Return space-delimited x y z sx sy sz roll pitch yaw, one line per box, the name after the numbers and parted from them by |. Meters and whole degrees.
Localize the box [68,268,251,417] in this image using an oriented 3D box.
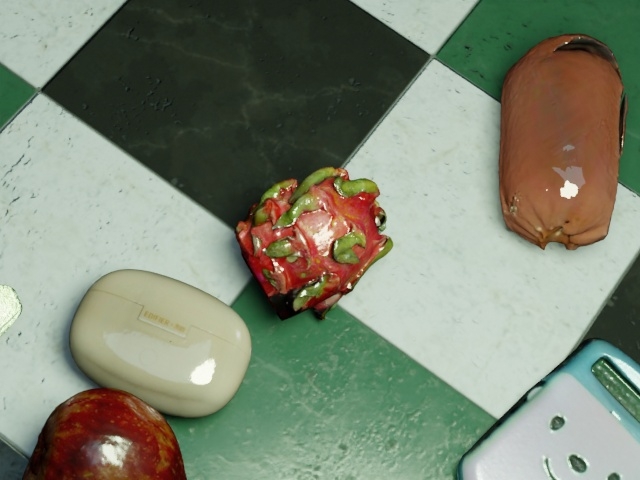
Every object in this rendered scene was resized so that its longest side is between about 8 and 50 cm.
-0.177 0.113 1.435 0.200 0.088 0.146 22 65 1 | box

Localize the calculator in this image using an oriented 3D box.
0.288 0.237 1.459 0.293 0.051 0.173 -39 75 -20 | calculator

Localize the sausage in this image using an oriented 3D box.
0.290 -0.122 1.560 0.152 0.152 0.280 9 66 -3 | sausage

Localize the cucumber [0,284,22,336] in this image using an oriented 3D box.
-0.386 0.090 1.450 0.107 0.035 0.067 -27 91 -18 | cucumber

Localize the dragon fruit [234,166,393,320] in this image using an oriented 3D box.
0.000 0.000 1.475 0.172 0.167 0.160 -31 34 -6 | dragon fruit

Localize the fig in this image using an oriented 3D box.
-0.199 0.250 1.348 0.207 0.175 0.175 20 65 -14 | fig
